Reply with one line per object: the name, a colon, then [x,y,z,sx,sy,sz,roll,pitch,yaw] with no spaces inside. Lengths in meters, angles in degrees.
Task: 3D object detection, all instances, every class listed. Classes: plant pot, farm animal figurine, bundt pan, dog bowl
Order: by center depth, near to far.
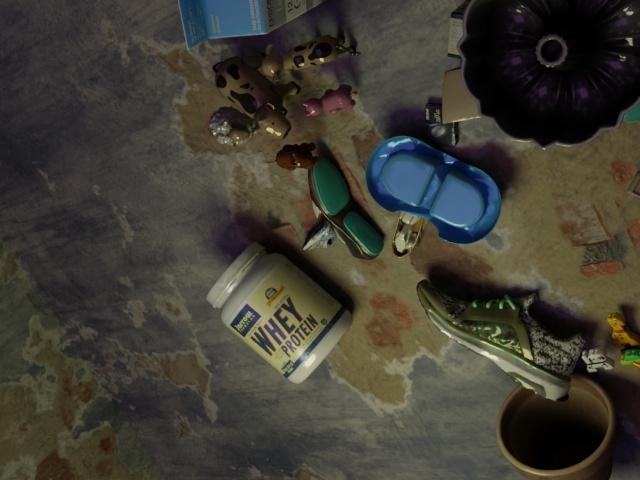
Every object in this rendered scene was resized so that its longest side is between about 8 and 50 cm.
bundt pan: [0.407,-0.328,1.316,0.331,0.124,0.330,12,115,29]
plant pot: [0.293,-0.288,1.487,0.109,0.109,0.096,-4,106,36]
dog bowl: [0.241,-0.111,1.635,0.297,0.074,0.165,28,111,14]
farm animal figurine: [-0.101,-0.307,1.658,0.327,0.172,0.330,29,121,24]
plant pot: [0.558,0.466,1.764,0.263,0.263,0.229,-3,136,35]

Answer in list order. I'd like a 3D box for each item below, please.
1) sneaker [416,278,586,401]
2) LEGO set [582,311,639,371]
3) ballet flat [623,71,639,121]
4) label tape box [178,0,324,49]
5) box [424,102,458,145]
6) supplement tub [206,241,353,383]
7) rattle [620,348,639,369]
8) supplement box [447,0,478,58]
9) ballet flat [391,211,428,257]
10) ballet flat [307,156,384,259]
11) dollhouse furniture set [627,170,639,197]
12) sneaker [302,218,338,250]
sneaker: [0.410,0.178,1.748,0.410,0.158,0.182,33,100,18]
LEGO set: [0.640,0.196,1.601,0.227,0.087,0.093,-20,123,41]
ballet flat: [0.578,-0.290,1.315,0.072,0.068,0.213,27,139,2]
label tape box: [-0.121,-0.518,1.425,0.115,0.347,0.249,13,127,27]
box: [0.249,-0.239,1.605,0.067,0.018,0.083,12,127,26]
supplement tub: [-0.106,0.181,1.994,0.325,0.235,0.235,40,134,3]
rattle: [0.737,0.228,1.589,0.130,0.142,0.199,10,131,-21]
supplement box: [0.277,-0.387,1.435,0.056,0.083,0.083,17,129,24]
ballet flat: [0.203,-0.040,1.745,0.073,0.067,0.206,23,131,20]
ballet flat: [0.038,-0.065,1.826,0.096,0.095,0.280,-14,113,55]
dollhouse furniture set: [0.670,-0.120,1.381,0.182,0.101,0.160,29,108,14]
sneaker: [0.000,0.000,1.921,0.058,0.052,0.135,29,149,-14]
